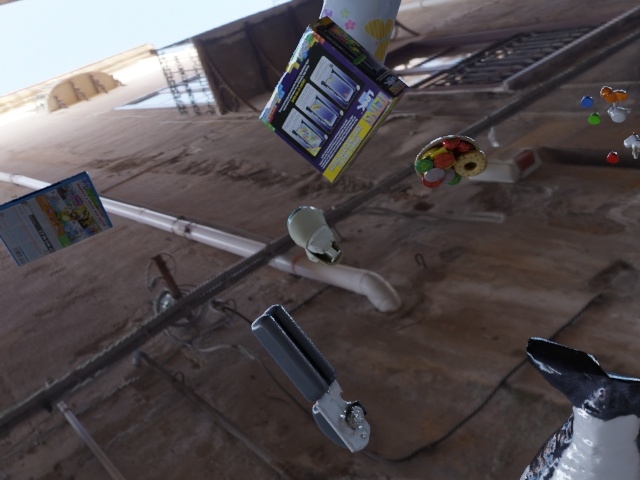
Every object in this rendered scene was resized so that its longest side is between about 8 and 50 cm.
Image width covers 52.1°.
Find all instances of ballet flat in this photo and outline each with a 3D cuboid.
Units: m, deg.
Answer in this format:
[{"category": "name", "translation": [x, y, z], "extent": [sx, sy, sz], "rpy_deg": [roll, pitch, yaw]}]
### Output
[{"category": "ballet flat", "translation": [0.000, 0.000, 1.386], "extent": [0.086, 0.086, 0.248], "rpy_deg": [-63, -19, -10]}]

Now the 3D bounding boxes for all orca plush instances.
[{"category": "orca plush", "translation": [0.171, 0.176, 0.488], "extent": [0.151, 0.102, 0.287], "rpy_deg": [-11, -59, 10]}]

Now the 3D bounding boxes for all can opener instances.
[{"category": "can opener", "translation": [-0.017, 0.236, 1.077], "extent": [0.280, 0.093, 0.074], "rpy_deg": [54, -148, -4]}]

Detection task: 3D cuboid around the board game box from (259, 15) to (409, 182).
[{"category": "board game box", "translation": [0.013, -0.180, 0.860], "extent": [0.141, 0.170, 0.048], "rpy_deg": [41, -133, 2]}]

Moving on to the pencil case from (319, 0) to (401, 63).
[{"category": "pencil case", "translation": [0.045, -0.315, 1.000], "extent": [0.114, 0.124, 0.272], "rpy_deg": [-6, -67, -54]}]

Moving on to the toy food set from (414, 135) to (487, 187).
[{"category": "toy food set", "translation": [0.154, -0.094, 0.791], "extent": [0.083, 0.083, 0.020], "rpy_deg": [34, -143, -45]}]

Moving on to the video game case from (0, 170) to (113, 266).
[{"category": "video game case", "translation": [-0.445, -0.035, 1.086], "extent": [0.166, 0.015, 0.119], "rpy_deg": [-25, -46, -15]}]

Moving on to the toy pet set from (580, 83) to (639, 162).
[{"category": "toy pet set", "translation": [0.420, -0.171, 0.853], "extent": [0.122, 0.114, 0.065], "rpy_deg": [48, -126, -36]}]
